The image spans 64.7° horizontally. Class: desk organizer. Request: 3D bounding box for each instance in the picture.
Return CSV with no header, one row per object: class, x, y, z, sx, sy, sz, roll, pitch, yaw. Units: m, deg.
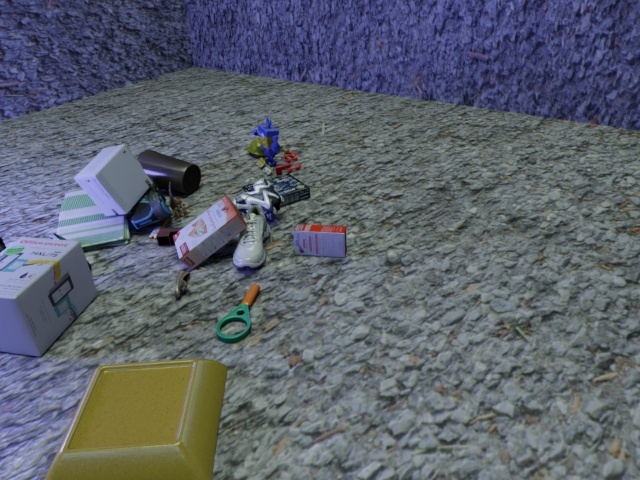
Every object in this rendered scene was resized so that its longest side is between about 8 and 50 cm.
desk organizer,-0.497,-0.013,1.754,0.130,0.047,0.050,-3,34,1

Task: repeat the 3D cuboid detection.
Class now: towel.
towel,-0.826,-0.088,1.846,0.248,0.038,0.324,-10,49,-10

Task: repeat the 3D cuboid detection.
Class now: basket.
basket,-0.627,-0.278,2.103,0.227,0.154,0.204,15,14,19

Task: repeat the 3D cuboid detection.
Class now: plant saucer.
plant saucer,-0.387,0.372,1.086,0.333,0.080,0.332,-4,31,-1

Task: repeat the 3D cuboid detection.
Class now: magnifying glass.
magnifying glass,-0.218,0.198,1.403,0.092,0.026,0.231,4,32,13

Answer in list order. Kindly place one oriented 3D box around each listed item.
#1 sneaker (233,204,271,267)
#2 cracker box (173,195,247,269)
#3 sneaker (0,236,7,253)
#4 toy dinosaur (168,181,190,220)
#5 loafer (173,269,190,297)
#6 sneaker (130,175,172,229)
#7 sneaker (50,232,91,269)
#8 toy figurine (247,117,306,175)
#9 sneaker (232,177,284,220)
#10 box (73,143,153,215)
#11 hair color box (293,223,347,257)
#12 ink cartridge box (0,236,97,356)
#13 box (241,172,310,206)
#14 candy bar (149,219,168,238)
sneaker,-0.230,-0.015,1.665,0.110,0.118,0.292,-1,33,1
cracker box,-0.365,-0.029,1.654,0.232,0.067,0.155,-39,37,0
sneaker,-1.154,0.042,1.693,0.228,0.087,0.130,5,31,7
toy dinosaur,-0.547,-0.138,1.889,0.064,0.112,0.211,-33,2,-12
loafer,-0.417,0.127,1.522,0.039,0.045,0.125,-1,28,-9
sneaker,-0.666,-0.148,1.916,0.140,0.125,0.341,-32,29,-8
sneaker,-0.837,0.070,1.651,0.224,0.083,0.098,34,81,34
toy figurine,-0.216,-0.464,2.297,0.191,0.217,0.362,-15,34,-19
sneaker,-0.228,-0.102,1.825,0.153,0.094,0.235,39,67,19
box,-0.730,-0.212,1.794,0.119,0.181,0.181,-4,43,30
hair color box,0.000,0.000,1.639,0.167,0.093,0.053,3,31,9
ink cartridge box,-0.792,0.144,1.380,0.198,0.197,0.270,4,32,10
box,-0.177,-0.193,2.009,0.220,0.051,0.175,-21,36,-27
candy bar,-0.587,-0.053,1.852,0.040,0.018,0.161,-4,32,5
